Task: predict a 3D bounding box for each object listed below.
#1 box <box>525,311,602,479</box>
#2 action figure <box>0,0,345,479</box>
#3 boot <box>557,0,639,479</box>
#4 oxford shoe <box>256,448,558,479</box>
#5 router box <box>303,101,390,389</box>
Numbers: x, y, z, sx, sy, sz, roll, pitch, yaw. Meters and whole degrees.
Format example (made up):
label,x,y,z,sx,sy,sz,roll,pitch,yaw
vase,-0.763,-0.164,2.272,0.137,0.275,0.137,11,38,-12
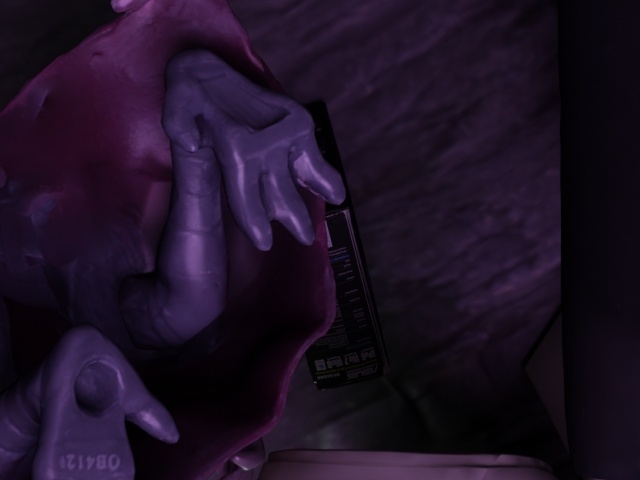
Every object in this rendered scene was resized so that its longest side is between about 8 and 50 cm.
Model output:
label,x,y,z,sx,sy,sz,roll,pitch,yaw
box,0.252,-0.003,0.801,0.148,0.121,0.311,20,113,-19
action figure,-0.162,0.033,0.646,0.248,0.370,0.275,-26,101,-30
boot,0.102,-0.127,0.579,0.367,0.146,0.445,-6,99,-24
oxford shoe,0.076,0.180,0.743,0.169,0.449,0.130,-3,77,17
router box,0.000,0.000,0.757,0.038,0.122,0.092,-15,119,3
